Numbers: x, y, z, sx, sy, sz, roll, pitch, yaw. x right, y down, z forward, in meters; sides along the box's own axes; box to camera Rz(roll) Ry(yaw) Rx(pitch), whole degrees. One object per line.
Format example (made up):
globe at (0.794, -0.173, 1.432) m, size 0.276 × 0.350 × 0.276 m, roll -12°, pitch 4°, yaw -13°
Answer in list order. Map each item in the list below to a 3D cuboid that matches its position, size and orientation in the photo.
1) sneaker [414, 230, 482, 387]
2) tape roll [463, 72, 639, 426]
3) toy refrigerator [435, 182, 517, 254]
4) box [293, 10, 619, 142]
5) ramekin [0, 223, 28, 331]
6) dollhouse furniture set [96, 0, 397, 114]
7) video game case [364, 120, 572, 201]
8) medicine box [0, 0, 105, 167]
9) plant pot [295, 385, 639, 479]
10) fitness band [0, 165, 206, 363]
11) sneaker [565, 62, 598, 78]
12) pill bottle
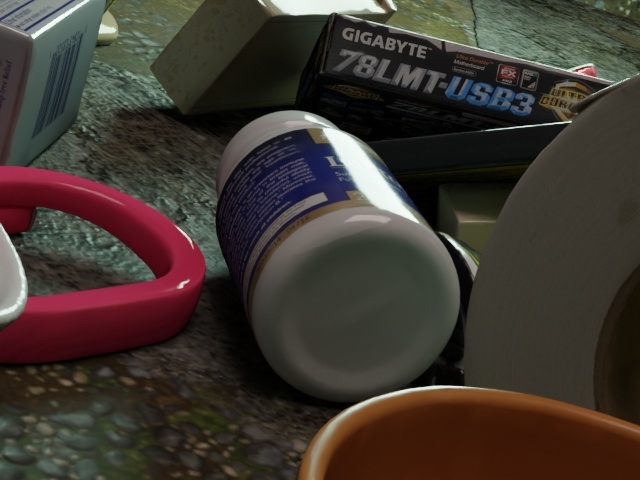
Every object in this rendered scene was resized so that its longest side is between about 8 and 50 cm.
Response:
sneaker at (0.156, 0.098, 1.184) m, size 0.121 × 0.111 × 0.300 m, roll 13°, pitch 26°, yaw -37°
tape roll at (0.260, 0.083, 0.867) m, size 0.392 × 0.392 × 0.072 m, roll 30°, pitch 23°, yaw 30°
toy refrigerator at (0.246, 0.007, 1.416) m, size 0.269 × 0.094 × 0.102 m, roll 0°, pitch 22°, yaw -7°
box at (0.128, -0.138, 1.601) m, size 0.295 × 0.073 × 0.293 m, roll 12°, pitch -8°, yaw -4°
ramekin at (-0.308, -0.005, 0.843) m, size 0.277 × 0.135 × 0.277 m, roll 41°, pitch 9°, yaw -8°
dollhouse furniture set at (-0.140, -0.348, 1.741) m, size 0.394 × 0.362 × 0.256 m, roll 53°, pitch 30°, yaw 15°
video game case at (0.160, -0.070, 1.463) m, size 0.274 × 0.035 × 0.248 m, roll -3°, pitch -5°, yaw 31°
medicine box at (-0.367, -0.184, 1.369) m, size 0.289 × 0.149 × 0.263 m, roll 18°, pitch 20°, yaw 0°
plant pot at (0.102, 0.220, 0.632) m, size 0.290 × 0.203 × 0.291 m, roll 16°, pitch 20°, yaw -6°
fitness band at (-0.216, 0.016, 1.126) m, size 0.209 × 0.054 × 0.291 m, roll 34°, pitch 26°, yaw 31°
sneaker at (0.286, -0.169, 1.935) m, size 0.313 × 0.136 × 0.116 m, roll 18°, pitch 19°, yaw -2°
pill bottle at (0.000, 0.000, 1.203) m, size 0.153 × 0.153 × 0.265 m, roll 12°, pitch 21°, yaw -19°
